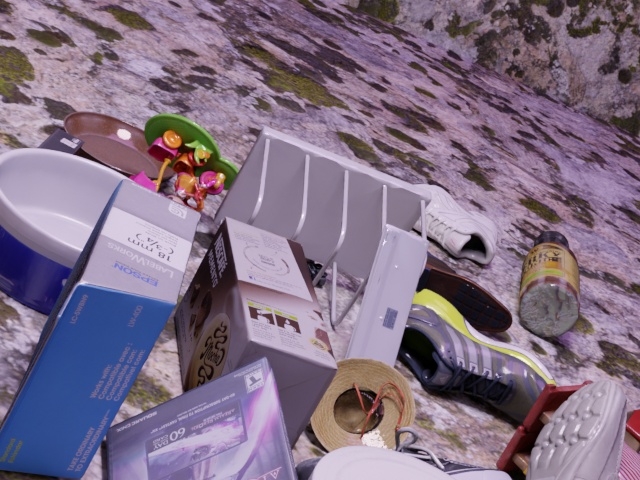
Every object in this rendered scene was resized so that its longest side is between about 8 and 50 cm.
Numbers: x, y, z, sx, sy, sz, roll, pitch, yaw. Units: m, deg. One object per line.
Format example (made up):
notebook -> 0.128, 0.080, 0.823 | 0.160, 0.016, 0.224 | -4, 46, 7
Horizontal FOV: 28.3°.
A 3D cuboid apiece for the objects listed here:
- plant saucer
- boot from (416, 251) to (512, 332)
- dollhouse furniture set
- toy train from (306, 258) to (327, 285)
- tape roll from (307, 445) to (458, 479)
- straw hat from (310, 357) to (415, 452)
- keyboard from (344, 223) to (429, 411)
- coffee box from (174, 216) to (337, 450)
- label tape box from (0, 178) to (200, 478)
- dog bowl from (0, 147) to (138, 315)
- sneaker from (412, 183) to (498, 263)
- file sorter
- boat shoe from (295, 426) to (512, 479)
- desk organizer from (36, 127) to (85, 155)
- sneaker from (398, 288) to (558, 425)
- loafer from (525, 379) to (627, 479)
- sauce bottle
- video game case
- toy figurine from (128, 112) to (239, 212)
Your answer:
plant saucer -> -0.322, -0.140, 2.025 | 0.198, 0.036, 0.198 | 24, 22, -10
boot -> 0.229, 0.076, 2.147 | 0.219, 0.082, 0.106 | 28, 25, 3
dollhouse furniture set -> 0.444, 0.309, 1.795 | 0.374, 0.152, 0.201 | 1, 35, -49
toy train -> -0.030, 0.022, 2.033 | 0.036, 0.027, 0.158 | 4, 32, -25
tape roll -> 0.065, 0.344, 1.252 | 0.246, 0.169, 0.246 | 24, 23, -11
straw hat -> 0.045, 0.221, 1.633 | 0.144, 0.144, 0.061 | 23, -18, -12
keyboard -> 0.087, 0.105, 1.756 | 0.072, 0.256, 0.014 | 24, -18, -21
coffee box -> -0.086, 0.122, 1.559 | 0.119, 0.168, 0.297 | 20, 24, -20
label tape box -> -0.236, 0.112, 1.310 | 0.106, 0.241, 0.334 | 26, 23, -10
dog bowl -> -0.319, -0.007, 1.648 | 0.265, 0.104, 0.265 | 24, 23, -10
sneaker -> 0.238, -0.028, 2.378 | 0.232, 0.090, 0.115 | 22, 26, -13
file sorter -> 0.000, 0.000, 1.869 | 0.277, 0.193, 0.173 | 20, 39, -16
boat shoe -> 0.100, 0.286, 1.495 | 0.306, 0.113, 0.105 | -1, 49, -35
desk organizer -> -0.394, -0.116, 1.867 | 0.047, 0.050, 0.130 | 27, 22, -4
sneaker -> 0.215, 0.194, 1.874 | 0.300, 0.111, 0.121 | 31, 36, 16
loafer -> 0.311, 0.315, 1.552 | 0.111, 0.112, 0.319 | 43, 58, -20
sauce bottle -> 0.427, 0.069, 2.364 | 0.111, 0.111, 0.344 | 28, 20, -1
video game case -> -0.121, 0.239, 1.269 | 0.274, 0.196, 0.026 | -109, 173, -60
toy figurine -> -0.222, -0.078, 1.900 | 0.173, 0.130, 0.159 | 36, 54, -12
